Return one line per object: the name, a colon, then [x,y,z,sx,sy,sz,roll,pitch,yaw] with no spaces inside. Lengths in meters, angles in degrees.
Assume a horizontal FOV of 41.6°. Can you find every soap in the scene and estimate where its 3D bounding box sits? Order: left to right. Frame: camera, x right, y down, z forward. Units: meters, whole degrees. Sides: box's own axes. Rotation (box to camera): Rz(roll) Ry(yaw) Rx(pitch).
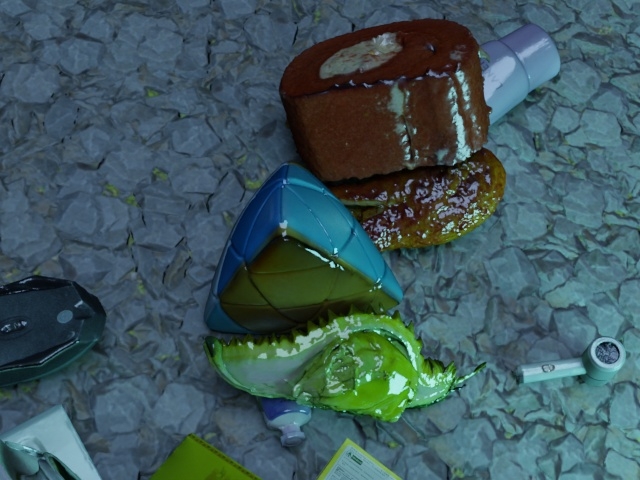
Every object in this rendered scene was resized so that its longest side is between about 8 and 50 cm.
soap: [-0.346,0.280,0.916,0.198,0.066,0.119,-29,71,-21]

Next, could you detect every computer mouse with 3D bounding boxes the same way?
computer mouse: [-0.365,0.119,0.989,0.231,0.071,0.126,-14,55,-7]

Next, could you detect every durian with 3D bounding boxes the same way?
durian: [0.049,0.147,0.997,0.375,0.106,0.132,10,65,-19]

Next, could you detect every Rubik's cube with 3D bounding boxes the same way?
Rubik's cube: [0.000,0.000,1.053,0.254,0.254,0.254,4,64,-8]

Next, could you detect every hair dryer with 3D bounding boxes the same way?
hair dryer: [0.316,0.162,1.085,0.137,0.082,0.047,-8,66,4]

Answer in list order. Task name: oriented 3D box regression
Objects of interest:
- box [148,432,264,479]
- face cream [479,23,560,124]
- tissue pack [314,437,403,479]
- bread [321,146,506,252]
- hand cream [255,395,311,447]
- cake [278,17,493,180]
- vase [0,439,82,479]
box: [-0.177,0.373,0.865,0.187,0.047,0.335,22,57,37]
face cream: [0.218,-0.219,1.248,0.274,0.096,0.154,-32,76,-8]
tissue pack: [0.068,0.320,0.953,0.176,0.062,0.095,35,39,8]
bread: [0.128,-0.058,1.144,0.269,0.095,0.139,-14,60,-11]
hand cream: [-0.047,0.181,1.028,0.084,0.053,0.142,-7,56,-12]
cake: [0.090,-0.193,1.135,0.283,0.151,0.177,-10,33,12]
vase: [-0.377,0.378,0.734,0.250,0.250,0.445,42,77,11]
